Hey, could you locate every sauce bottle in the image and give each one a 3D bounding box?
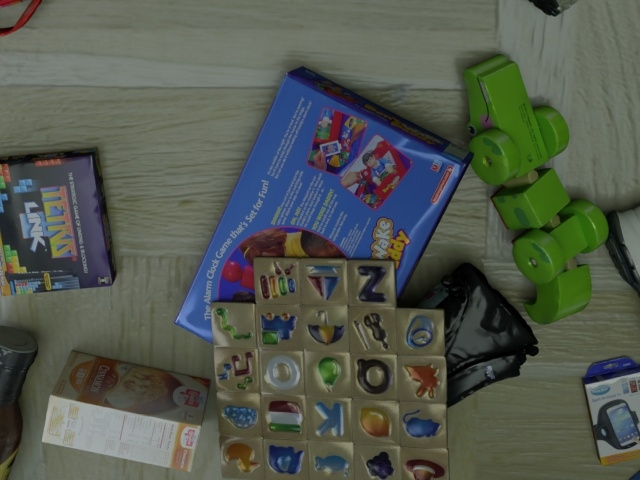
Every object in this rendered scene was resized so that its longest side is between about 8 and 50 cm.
[{"bbox_3d":[-0.446,0.274,1.635,0.111,0.111,0.344,22,107,-6],"label":"sauce bottle"}]

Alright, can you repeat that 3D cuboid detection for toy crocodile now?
[{"bbox_3d":[0.250,-0.058,1.548,0.115,0.105,0.340,-33,105,-31],"label":"toy crocodile"}]

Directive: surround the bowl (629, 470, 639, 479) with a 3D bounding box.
[{"bbox_3d":[0.559,0.453,1.708,0.391,0.077,0.391,0,106,0],"label":"bowl"}]

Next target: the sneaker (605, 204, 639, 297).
[{"bbox_3d":[0.462,0.079,1.577,0.129,0.111,0.297,-26,100,0],"label":"sneaker"}]

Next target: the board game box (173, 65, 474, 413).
[{"bbox_3d":[0.000,0.000,1.532,0.233,0.078,0.347,28,109,7],"label":"board game box"}]

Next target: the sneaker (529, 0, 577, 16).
[{"bbox_3d":[0.234,-0.403,1.455,0.122,0.110,0.283,-36,107,-8],"label":"sneaker"}]

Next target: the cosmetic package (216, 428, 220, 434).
[{"bbox_3d":[-0.010,0.285,1.616,0.239,0.060,0.099,43,99,14],"label":"cosmetic package"}]

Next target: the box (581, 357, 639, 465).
[{"bbox_3d":[0.391,0.221,1.665,0.081,0.028,0.136,-14,108,4],"label":"box"}]

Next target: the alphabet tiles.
[{"bbox_3d":[0.011,0.186,1.528,0.285,0.011,0.343,1,103,14],"label":"alphabet tiles"}]

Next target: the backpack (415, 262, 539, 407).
[{"bbox_3d":[0.161,0.132,1.593,0.182,0.115,0.152,-42,91,12],"label":"backpack"}]

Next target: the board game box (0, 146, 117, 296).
[{"bbox_3d":[-0.335,-0.022,1.581,0.141,0.048,0.170,-6,107,3],"label":"board game box"}]

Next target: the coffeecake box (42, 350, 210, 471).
[{"bbox_3d":[-0.239,0.212,1.601,0.185,0.142,0.068,13,107,-4],"label":"coffeecake box"}]

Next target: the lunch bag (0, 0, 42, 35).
[{"bbox_3d":[-0.411,-0.355,1.452,0.293,0.120,0.258,-15,110,6],"label":"lunch bag"}]
